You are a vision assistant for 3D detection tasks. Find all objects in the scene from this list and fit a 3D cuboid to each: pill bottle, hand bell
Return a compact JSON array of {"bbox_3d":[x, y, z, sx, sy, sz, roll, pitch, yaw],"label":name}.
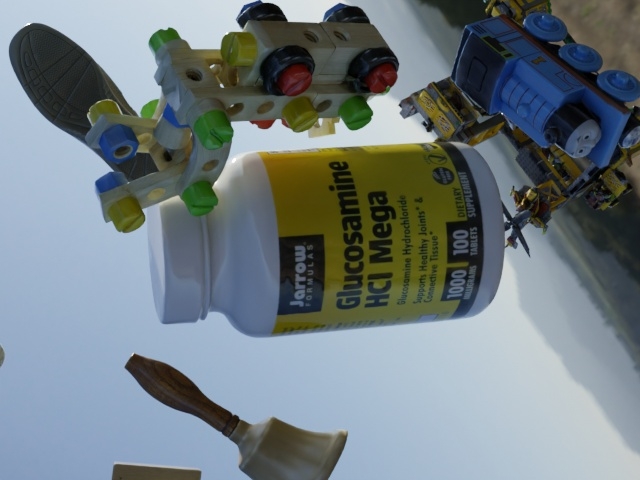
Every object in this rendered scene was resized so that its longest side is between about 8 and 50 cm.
[{"bbox_3d":[0.000,0.000,1.086,0.188,0.333,0.188,175,90,-75],"label":"pill bottle"},{"bbox_3d":[-0.105,0.195,1.156,0.242,0.126,0.126,32,-169,-2],"label":"hand bell"}]

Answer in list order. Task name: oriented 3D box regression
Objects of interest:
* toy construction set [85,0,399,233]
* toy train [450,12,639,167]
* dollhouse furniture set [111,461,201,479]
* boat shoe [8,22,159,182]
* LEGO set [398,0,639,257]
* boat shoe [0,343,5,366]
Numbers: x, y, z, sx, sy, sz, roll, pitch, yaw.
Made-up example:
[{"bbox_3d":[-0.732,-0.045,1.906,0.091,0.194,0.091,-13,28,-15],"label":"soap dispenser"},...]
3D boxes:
[{"bbox_3d":[-0.052,-0.127,1.011,0.151,0.215,0.327,48,-139,14],"label":"toy construction set"},{"bbox_3d":[0.209,-0.139,0.988,0.184,0.105,0.080,48,146,31],"label":"toy train"},{"bbox_3d":[-0.244,0.371,1.445,0.123,0.144,0.151,164,113,-77],"label":"dollhouse furniture set"},{"bbox_3d":[-0.363,-0.209,1.710,0.320,0.118,0.103,43,177,-18],"label":"boat shoe"},{"bbox_3d":[0.255,-0.157,1.436,0.331,0.192,0.255,58,150,7],"label":"LEGO set"},{"bbox_3d":[-0.479,0.105,1.134,0.099,0.319,0.116,67,-148,-35],"label":"boat shoe"}]
